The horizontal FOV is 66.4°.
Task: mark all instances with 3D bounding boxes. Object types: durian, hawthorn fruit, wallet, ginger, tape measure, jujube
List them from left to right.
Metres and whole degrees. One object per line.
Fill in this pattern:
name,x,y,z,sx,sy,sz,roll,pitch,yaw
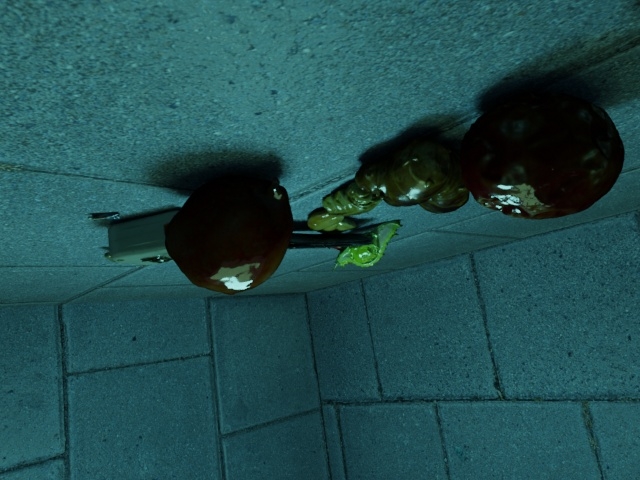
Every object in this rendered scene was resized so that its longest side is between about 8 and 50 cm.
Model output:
tape measure,-0.496,0.003,1.511,0.258,0.130,0.265,-12,168,9
hawthorn fruit,-0.219,-0.024,1.243,0.308,0.325,0.308,35,178,2
wallet,0.000,0.000,1.872,0.378,0.046,0.190,0,-171,-26
durian,0.185,0.040,2.036,0.375,0.107,0.132,-34,135,19
ginger,0.252,-0.145,1.252,0.274,0.153,0.357,-18,164,39
jujube,0.476,-0.175,1.047,0.376,0.277,0.276,-14,176,-42

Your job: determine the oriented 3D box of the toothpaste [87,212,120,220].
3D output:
toothpaste,-0.603,-0.066,1.363,0.083,0.019,0.027,-5,144,-21

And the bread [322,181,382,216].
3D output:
bread,0.094,-0.115,1.480,0.128,0.088,0.232,6,169,-25

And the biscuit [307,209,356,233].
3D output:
biscuit,0.030,-0.066,1.763,0.154,0.045,0.299,-10,168,16

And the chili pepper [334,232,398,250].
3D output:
chili pepper,0.161,0.012,2.136,0.368,0.092,0.137,-4,162,-30

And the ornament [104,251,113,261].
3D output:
ornament,-0.639,0.037,1.739,0.230,0.061,0.245,0,163,-27
